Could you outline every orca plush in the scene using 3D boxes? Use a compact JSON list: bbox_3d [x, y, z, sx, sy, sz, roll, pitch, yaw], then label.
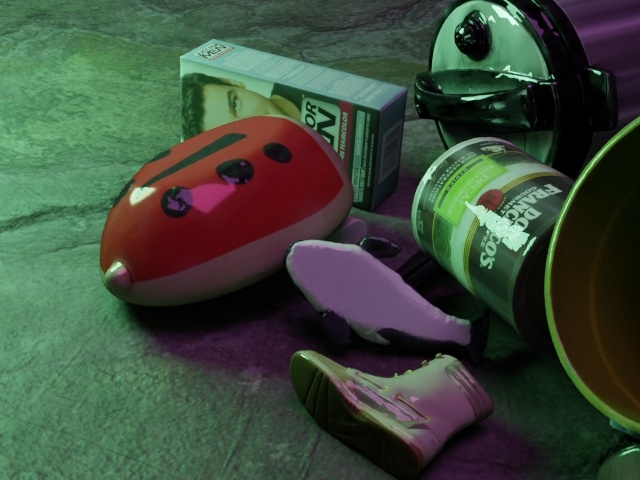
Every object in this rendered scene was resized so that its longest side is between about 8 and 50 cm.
[{"bbox_3d":[0.084,0.076,1.421,0.287,0.151,0.102,10,-7,-5],"label":"orca plush"}]

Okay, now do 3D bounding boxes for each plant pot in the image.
[{"bbox_3d":[0.499,0.064,1.160,0.353,0.366,0.366,20,16,-39],"label":"plant pot"}]

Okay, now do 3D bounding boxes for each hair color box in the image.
[{"bbox_3d":[-0.052,-0.199,1.783,0.374,0.185,0.113,18,34,22],"label":"hair color box"}]

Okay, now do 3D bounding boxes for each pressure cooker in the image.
[{"bbox_3d":[0.371,-0.259,1.745,0.420,0.370,0.375,-16,65,-27],"label":"pressure cooker"}]

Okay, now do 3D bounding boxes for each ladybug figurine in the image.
[{"bbox_3d":[-0.137,-0.057,1.511,0.305,0.162,0.449,8,31,35],"label":"ladybug figurine"}]

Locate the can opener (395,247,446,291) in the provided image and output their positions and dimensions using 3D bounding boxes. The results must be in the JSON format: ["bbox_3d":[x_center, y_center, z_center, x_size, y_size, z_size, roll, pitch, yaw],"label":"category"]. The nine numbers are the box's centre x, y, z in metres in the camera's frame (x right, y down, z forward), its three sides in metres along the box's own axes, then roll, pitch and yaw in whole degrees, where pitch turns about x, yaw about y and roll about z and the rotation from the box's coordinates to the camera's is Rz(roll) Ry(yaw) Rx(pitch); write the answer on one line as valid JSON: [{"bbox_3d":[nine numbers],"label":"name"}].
[{"bbox_3d":[0.149,0.037,1.537,0.186,0.073,0.059,-32,54,-33],"label":"can opener"}]

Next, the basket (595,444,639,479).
[{"bbox_3d":[0.338,0.322,0.992,0.204,0.154,0.227,7,33,24],"label":"basket"}]

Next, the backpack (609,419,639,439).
[{"bbox_3d":[0.403,0.187,1.286,0.105,0.084,0.114,17,38,20],"label":"backpack"}]

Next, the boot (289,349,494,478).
[{"bbox_3d":[0.083,0.178,1.269,0.213,0.077,0.165,33,41,31],"label":"boot"}]

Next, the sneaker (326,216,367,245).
[{"bbox_3d":[0.000,0.000,1.592,0.134,0.051,0.070,-28,29,-33],"label":"sneaker"}]

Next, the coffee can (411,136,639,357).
[{"bbox_3d":[0.266,0.001,1.372,0.201,0.202,0.275,-8,24,-20],"label":"coffee can"}]
